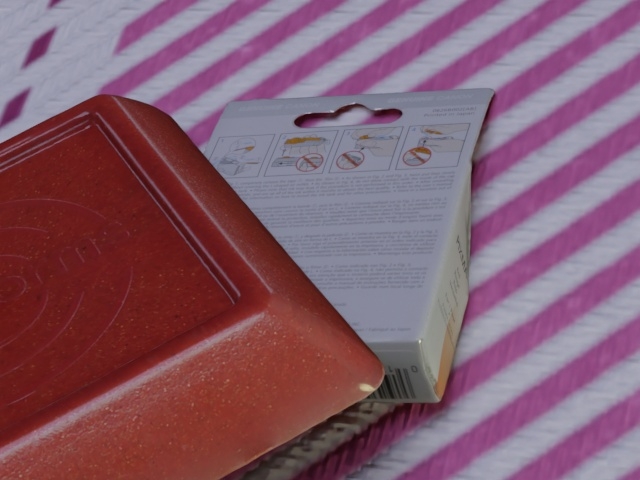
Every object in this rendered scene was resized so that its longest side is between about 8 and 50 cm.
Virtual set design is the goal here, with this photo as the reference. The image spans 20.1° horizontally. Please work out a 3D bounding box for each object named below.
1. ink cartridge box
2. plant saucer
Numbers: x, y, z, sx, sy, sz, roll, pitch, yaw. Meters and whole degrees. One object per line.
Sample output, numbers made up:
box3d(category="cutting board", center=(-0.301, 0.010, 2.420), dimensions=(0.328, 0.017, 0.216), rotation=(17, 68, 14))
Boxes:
box3d(category="ink cartridge box", center=(0.000, 0.000, 0.839), dimensions=(0.145, 0.045, 0.179), rotation=(-1, 39, 20))
box3d(category="plant saucer", center=(-0.142, 0.038, 0.780), dimensions=(0.258, 0.047, 0.259), rotation=(-28, 37, -11))
